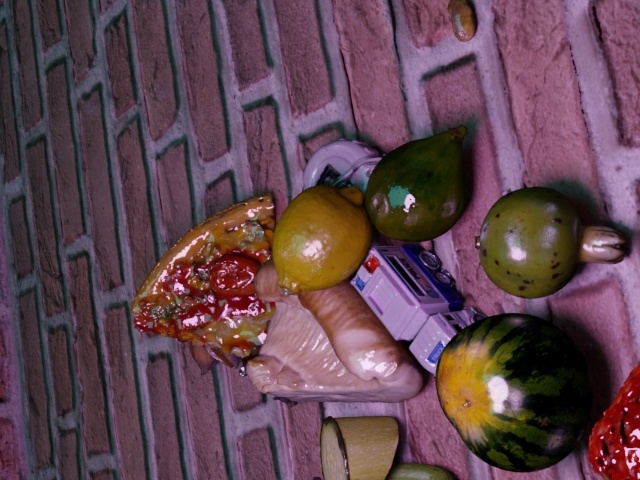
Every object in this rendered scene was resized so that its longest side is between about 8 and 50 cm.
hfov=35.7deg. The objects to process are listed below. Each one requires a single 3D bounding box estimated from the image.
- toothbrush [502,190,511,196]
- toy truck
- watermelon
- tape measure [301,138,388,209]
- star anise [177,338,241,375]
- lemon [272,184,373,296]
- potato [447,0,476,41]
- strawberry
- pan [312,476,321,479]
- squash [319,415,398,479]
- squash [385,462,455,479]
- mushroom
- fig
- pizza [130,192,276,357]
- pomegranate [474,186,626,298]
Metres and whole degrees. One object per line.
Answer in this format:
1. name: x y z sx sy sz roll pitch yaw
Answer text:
1. toothbrush: 0.364 0.000 1.774 0.017 0.014 0.194 -34 65 46
2. toy truck: 0.190 0.134 1.867 0.268 0.155 0.124 52 126 34
3. watermelon: 0.321 0.246 1.650 0.269 0.269 0.269 0 90 49
4. tape measure: 0.051 -0.108 2.057 0.197 0.120 0.236 44 114 30
5. star anise: -0.259 0.169 2.420 0.315 0.108 0.316 -11 75 46
6. lemon: 0.000 0.000 1.917 0.248 0.184 0.184 -53 47 -1
7. potato: 0.266 -0.418 1.866 0.046 0.045 0.092 101 159 -73
8. strawberry: 0.508 0.264 1.485 0.205 0.205 0.245 6 83 49
9. pan: -0.038 0.636 2.226 0.136 0.028 0.235 28 110 45
10. squash: 0.073 0.459 1.994 0.220 0.133 0.220 -177 90 -74
11. squash: 0.182 0.473 1.940 0.219 0.068 0.077 -16 55 49
12. mushroom: 0.051 0.182 2.020 0.397 0.224 0.314 -5 72 42
13. fig: 0.188 -0.117 1.846 0.195 0.195 0.245 51 134 36
14. pizza: -0.184 0.139 2.253 0.440 0.130 0.406 -42 78 1
15. pomegranate: 0.379 0.005 1.648 0.247 0.202 0.202 4 93 18
